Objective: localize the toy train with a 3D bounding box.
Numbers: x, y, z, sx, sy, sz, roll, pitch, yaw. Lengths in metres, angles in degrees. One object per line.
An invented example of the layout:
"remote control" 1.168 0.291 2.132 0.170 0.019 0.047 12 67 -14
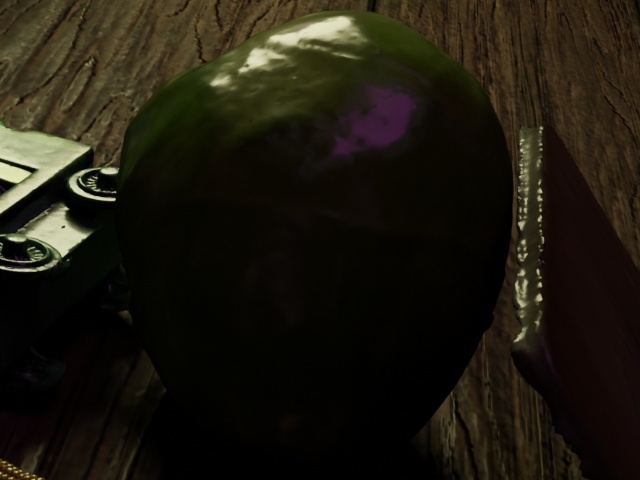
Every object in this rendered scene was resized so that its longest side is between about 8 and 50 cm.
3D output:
"toy train" -0.169 0.008 0.848 0.132 0.083 0.200 15 24 14

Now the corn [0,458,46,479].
"corn" -0.148 0.108 0.704 0.092 0.037 0.037 28 26 12

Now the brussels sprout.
"brussels sprout" 0.000 0.000 0.825 0.244 0.244 0.244 17 26 -8

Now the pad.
"pad" 0.172 0.100 0.786 0.286 0.018 0.284 55 19 -17
